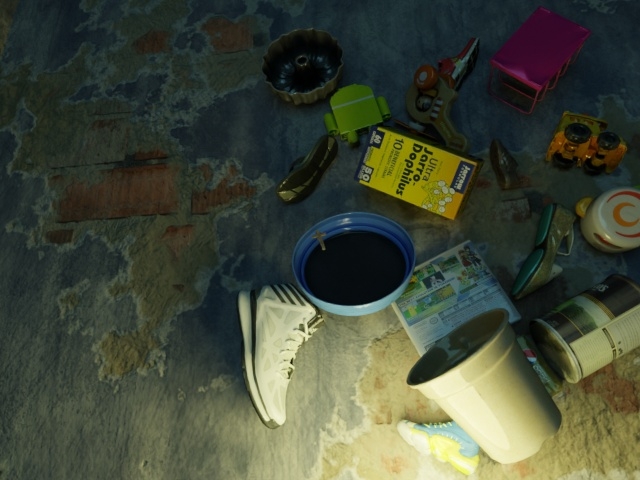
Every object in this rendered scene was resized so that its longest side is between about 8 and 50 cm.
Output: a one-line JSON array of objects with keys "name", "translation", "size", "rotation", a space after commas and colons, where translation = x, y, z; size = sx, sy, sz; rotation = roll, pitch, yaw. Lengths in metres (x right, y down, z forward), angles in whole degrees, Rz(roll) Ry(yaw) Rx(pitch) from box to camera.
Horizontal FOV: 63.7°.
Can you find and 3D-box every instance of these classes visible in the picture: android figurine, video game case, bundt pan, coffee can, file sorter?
[{"name": "android figurine", "translation": [0.134, -0.479, 1.943], "size": [0.248, 0.056, 0.272], "rotation": [-18, 66, 2]}, {"name": "video game case", "translation": [0.405, 0.193, 1.626], "size": [0.329, 0.036, 0.299], "rotation": [-27, 66, -1]}, {"name": "bundt pan", "translation": [-0.062, -0.668, 2.020], "size": [0.331, 0.124, 0.330], "rotation": [-4, 68, 9]}, {"name": "coffee can", "translation": [0.769, 0.246, 1.449], "size": [0.276, 0.201, 0.201], "rotation": [-29, 66, -3]}, {"name": "file sorter", "translation": [0.762, -0.631, 1.832], "size": [0.202, 0.182, 0.290], "rotation": [39, 79, 21]}]

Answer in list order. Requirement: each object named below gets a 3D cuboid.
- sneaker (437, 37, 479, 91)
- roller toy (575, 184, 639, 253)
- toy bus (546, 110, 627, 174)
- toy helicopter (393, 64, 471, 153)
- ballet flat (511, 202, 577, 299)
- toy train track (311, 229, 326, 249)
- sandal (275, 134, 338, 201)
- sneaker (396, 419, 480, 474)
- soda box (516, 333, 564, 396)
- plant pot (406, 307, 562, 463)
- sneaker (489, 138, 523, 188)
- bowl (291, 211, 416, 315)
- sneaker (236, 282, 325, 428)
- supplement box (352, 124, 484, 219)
[{"name": "sneaker", "translation": [0.503, -0.667, 1.936], "size": [0.118, 0.107, 0.279], "rotation": [30, 75, 25]}, {"name": "roller toy", "translation": [0.912, -0.059, 1.584], "size": [0.210, 0.146, 0.191], "rotation": [-9, 77, 5]}, {"name": "toy bus", "translation": [0.893, -0.347, 1.725], "size": [0.220, 0.149, 0.211], "rotation": [17, 55, 14]}, {"name": "toy helicopter", "translation": [0.403, -0.423, 1.814], "size": [0.235, 0.140, 0.354], "rotation": [-44, 59, 35]}, {"name": "ballet flat", "translation": [0.708, 0.044, 1.600], "size": [0.123, 0.123, 0.348], "rotation": [22, 73, 18]}, {"name": "toy train track", "translation": [0.000, 0.000, 1.671], "size": [0.048, 0.014, 0.083], "rotation": [-12, 53, -10]}, {"name": "sandal", "translation": [-0.051, -0.258, 1.866], "size": [0.302, 0.120, 0.086], "rotation": [-50, 41, -14]}, {"name": "sneaker", "translation": [0.344, 0.555, 1.468], "size": [0.240, 0.091, 0.126], "rotation": [27, 56, 19]}, {"name": "soda box", "translation": [0.621, 0.370, 1.501], "size": [0.061, 0.058, 0.181], "rotation": [-30, 66, -4]}, {"name": "plant pot", "translation": [0.455, 0.404, 1.382], "size": [0.334, 0.334, 0.305], "rotation": [-37, 86, -7]}, {"name": "sneaker", "translation": [0.638, -0.263, 1.772], "size": [0.071, 0.066, 0.188], "rotation": [-4, 71, -10]}, {"name": "bowl", "translation": [0.106, 0.071, 1.647], "size": [0.392, 0.077, 0.391], "rotation": [-5, 47, 6]}, {"name": "sneaker", "translation": [-0.102, 0.327, 1.581], "size": [0.258, 0.169, 0.447], "rotation": [-16, 63, 5]}, {"name": "supplement box", "translation": [0.323, -0.231, 1.692], "size": [0.357, 0.195, 0.194], "rotation": [24, 109, 18]}]
